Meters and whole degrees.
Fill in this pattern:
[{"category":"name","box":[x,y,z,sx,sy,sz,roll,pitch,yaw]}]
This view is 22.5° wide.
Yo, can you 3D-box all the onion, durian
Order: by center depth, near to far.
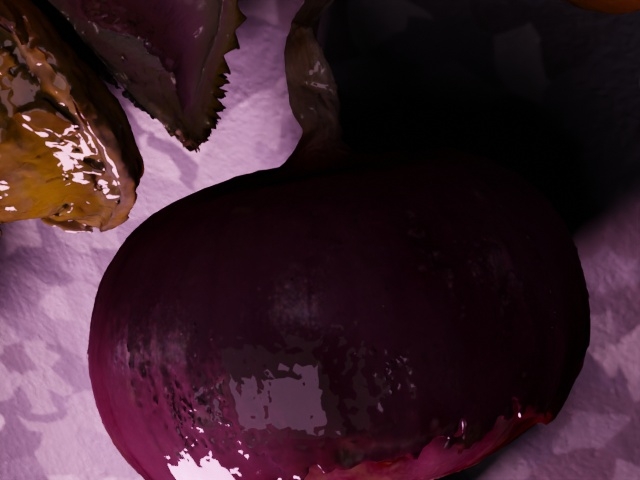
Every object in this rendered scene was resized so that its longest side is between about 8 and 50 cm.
[{"category":"onion","box":[-0.003,0.040,1.135,0.358,0.358,0.345,-29,103,37]},{"category":"durian","box":[-0.140,-0.164,1.181,0.182,0.132,0.165,23,144,-10]}]

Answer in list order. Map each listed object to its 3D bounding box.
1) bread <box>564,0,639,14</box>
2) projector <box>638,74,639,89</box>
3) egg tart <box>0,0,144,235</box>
[{"category":"bread","box":[0.148,-0.286,0.885,0.312,0.172,0.312,34,142,32]},{"category":"projector","box":[0.373,-0.135,1.008,0.257,0.079,0.259,30,132,-1]},{"category":"egg tart","box":[-0.257,-0.105,1.215,0.295,0.116,0.295,44,161,20]}]
